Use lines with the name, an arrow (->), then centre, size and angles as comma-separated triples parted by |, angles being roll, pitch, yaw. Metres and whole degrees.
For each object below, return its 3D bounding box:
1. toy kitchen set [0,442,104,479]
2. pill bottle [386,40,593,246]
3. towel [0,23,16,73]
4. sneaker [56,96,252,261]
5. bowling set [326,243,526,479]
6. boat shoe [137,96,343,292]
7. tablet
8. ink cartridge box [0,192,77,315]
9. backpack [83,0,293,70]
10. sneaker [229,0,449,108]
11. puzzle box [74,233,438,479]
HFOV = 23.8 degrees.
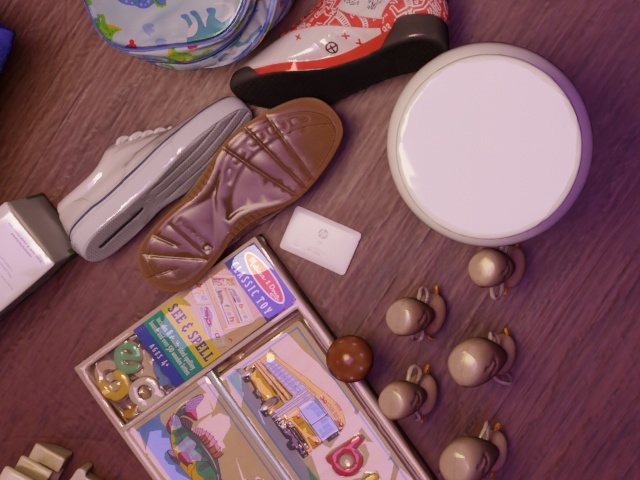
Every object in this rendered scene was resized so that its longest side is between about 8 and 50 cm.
toy kitchen set -> -0.278, 0.343, 1.745 | 0.207, 0.166, 0.122 | 28, 97, 4
pill bottle -> 0.174, -0.100, 1.560 | 0.204, 0.361, 0.204 | 0, 94, 6
towel -> -0.447, -0.124, 1.703 | 0.076, 0.228, 0.308 | 19, 97, -28
sneaker -> -0.198, -0.090, 1.741 | 0.258, 0.094, 0.091 | -39, 64, -3
bowling set -> 0.123, 0.123, 1.712 | 0.200, 0.154, 0.287 | 12, 95, 23
boat shoe -> -0.094, -0.059, 1.732 | 0.285, 0.089, 0.104 | -40, 97, 6
tablet -> 0.000, 0.000, 1.767 | 0.083, 0.006, 0.054 | 24, 97, 4
ink cartridge box -> -0.389, 0.049, 1.740 | 0.212, 0.154, 0.093 | -38, 92, 7
backpack -> -0.152, -0.363, 1.638 | 0.290, 0.273, 0.355 | -3, 123, 10
sneaker -> 0.022, -0.244, 1.711 | 0.270, 0.090, 0.145 | -14, 61, 29
puzzle box -> -0.060, 0.233, 1.770 | 0.272, 0.052, 0.409 | -36, 90, 7
